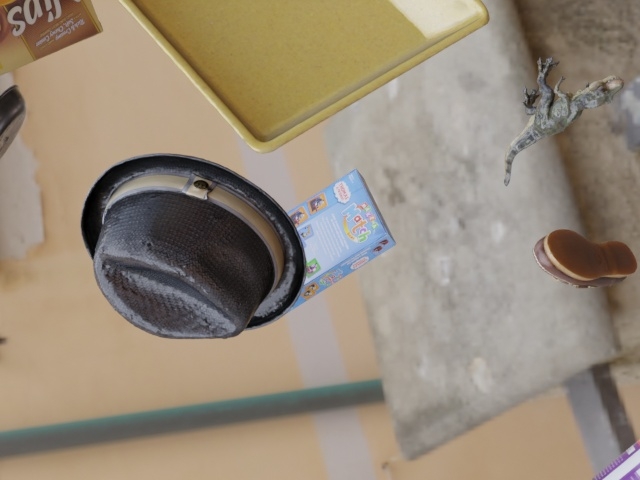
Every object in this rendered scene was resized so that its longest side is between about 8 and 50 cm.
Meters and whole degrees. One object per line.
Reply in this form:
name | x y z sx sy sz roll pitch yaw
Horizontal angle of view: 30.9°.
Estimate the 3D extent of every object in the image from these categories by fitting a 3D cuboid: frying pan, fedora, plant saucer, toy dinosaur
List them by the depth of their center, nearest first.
plant saucer | -0.043 -0.260 1.266 0.333 0.332 0.081 49 153 18
fedora | -0.193 0.042 1.609 0.153 0.333 0.334 -69 -5 -51
toy dinosaur | 0.342 -0.199 1.760 0.268 0.064 0.118 -43 47 49
frying pan | -0.573 -0.165 2.026 0.197 0.053 0.326 -57 5 -15

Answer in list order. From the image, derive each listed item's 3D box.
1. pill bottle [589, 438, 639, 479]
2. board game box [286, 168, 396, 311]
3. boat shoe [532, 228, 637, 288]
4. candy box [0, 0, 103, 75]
pill bottle | 0.409 0.359 1.567 0.193 0.108 0.108 -42 41 8
board game box | 0.000 0.000 1.845 0.039 0.211 0.160 46 -165 -46
boat shoe | 0.352 0.035 1.591 0.073 0.207 0.073 -29 61 39
candy box | -0.550 -0.390 2.001 0.087 0.316 0.183 3 118 48
